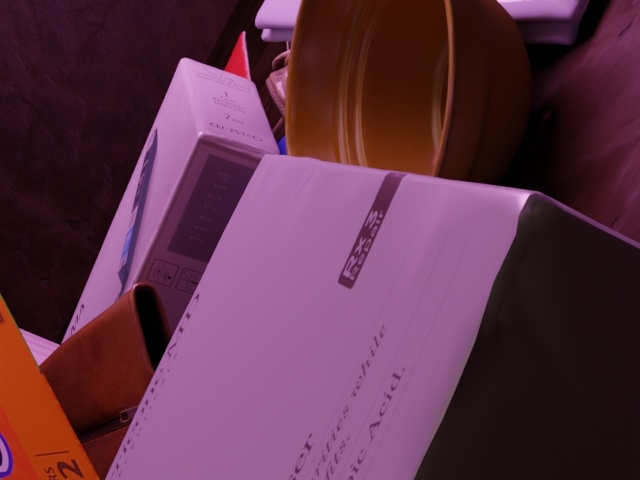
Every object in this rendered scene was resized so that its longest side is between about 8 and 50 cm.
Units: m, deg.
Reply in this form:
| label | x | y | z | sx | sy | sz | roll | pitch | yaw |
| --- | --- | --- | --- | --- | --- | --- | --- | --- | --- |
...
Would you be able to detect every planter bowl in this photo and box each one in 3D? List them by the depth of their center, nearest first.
| label | x | y | z | sx | sy | sz | roll | pitch | yaw |
| --- | --- | --- | --- | --- | --- | --- | --- | --- | --- |
| planter bowl | 0.061 | -0.085 | 0.840 | 0.217 | 0.090 | 0.217 | -177 | 90 | -66 |

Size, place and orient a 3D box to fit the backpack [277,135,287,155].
| label | x | y | z | sx | sy | sz | roll | pitch | yaw |
| --- | --- | --- | --- | --- | --- | --- | --- | --- | --- |
| backpack | 0.000 | 0.000 | 0.967 | 0.101 | 0.098 | 0.120 | -53 | 25 | 29 |

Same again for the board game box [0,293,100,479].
| label | x | y | z | sx | sy | sz | roll | pitch | yaw |
| --- | --- | --- | --- | --- | --- | --- | --- | --- | --- |
| board game box | -0.352 | 0.249 | 0.817 | 0.356 | 0.356 | 0.356 | -46 | -26 | 28 |

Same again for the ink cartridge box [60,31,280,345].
| label | x | y | z | sx | sy | sz | roll | pitch | yaw |
| --- | --- | --- | --- | --- | --- | --- | --- | --- | --- |
| ink cartridge box | -0.129 | 0.002 | 1.081 | 0.296 | 0.066 | 0.261 | -64 | 20 | 22 |

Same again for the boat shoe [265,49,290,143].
| label | x | y | z | sx | sy | sz | roll | pitch | yaw |
| --- | --- | --- | --- | --- | --- | --- | --- | --- | --- |
| boat shoe | 0.013 | -0.102 | 1.085 | 0.341 | 0.110 | 0.121 | -60 | 12 | 11 |

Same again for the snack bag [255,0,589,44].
| label | x | y | z | sx | sy | sz | roll | pitch | yaw |
| --- | --- | --- | --- | --- | --- | --- | --- | --- | --- |
| snack bag | 0.118 | -0.283 | 0.978 | 0.323 | 0.037 | 0.342 | 8 | 70 | 52 |

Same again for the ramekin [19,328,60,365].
| label | x | y | z | sx | sy | sz | roll | pitch | yaw |
| --- | --- | --- | --- | --- | --- | --- | --- | --- | --- |
| ramekin | -0.288 | 0.192 | 1.204 | 0.273 | 0.127 | 0.273 | -48 | 19 | 23 |

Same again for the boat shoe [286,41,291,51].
| label | x | y | z | sx | sy | sz | roll | pitch | yaw |
| --- | --- | --- | --- | --- | --- | --- | --- | --- | --- |
| boat shoe | 0.076 | -0.269 | 1.137 | 0.340 | 0.127 | 0.113 | -51 | -4 | 10 |

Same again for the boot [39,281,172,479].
| label | x | y | z | sx | sy | sz | roll | pitch | yaw |
| --- | --- | --- | --- | --- | --- | --- | --- | --- | --- |
| boot | -0.208 | 0.093 | 0.965 | 0.280 | 0.096 | 0.264 | -32 | 64 | 40 |

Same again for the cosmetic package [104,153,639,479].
| label | x | y | z | sx | sy | sz | roll | pitch | yaw |
| --- | --- | --- | --- | --- | --- | --- | --- | --- | --- |
| cosmetic package | 0.030 | 0.095 | 0.512 | 0.217 | 0.156 | 0.385 | -65 | 14 | -2 |
